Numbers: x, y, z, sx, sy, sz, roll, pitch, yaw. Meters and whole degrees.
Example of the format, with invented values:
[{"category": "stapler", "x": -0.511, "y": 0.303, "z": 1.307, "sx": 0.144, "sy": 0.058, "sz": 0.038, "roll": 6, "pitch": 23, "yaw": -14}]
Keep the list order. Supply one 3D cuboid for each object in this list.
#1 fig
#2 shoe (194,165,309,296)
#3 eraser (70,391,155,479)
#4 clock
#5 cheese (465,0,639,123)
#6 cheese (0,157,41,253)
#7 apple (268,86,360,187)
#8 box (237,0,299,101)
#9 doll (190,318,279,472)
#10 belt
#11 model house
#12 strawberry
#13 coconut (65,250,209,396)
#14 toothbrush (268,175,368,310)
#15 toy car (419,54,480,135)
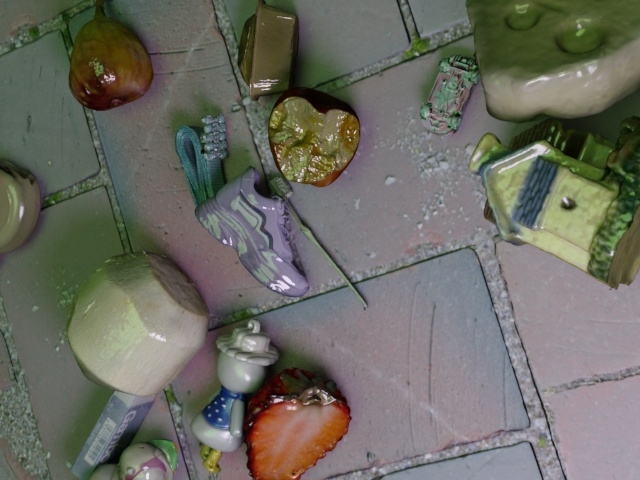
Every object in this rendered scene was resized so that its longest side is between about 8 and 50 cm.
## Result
[{"category": "fig", "x": -0.397, "y": -0.368, "z": 2.074, "sx": 0.159, "sy": 0.159, "sz": 0.257, "roll": -21, "pitch": 63, "yaw": 23}, {"category": "shoe", "x": -0.094, "y": -0.013, "z": 1.954, "sx": 0.245, "sy": 0.095, "sz": 0.137, "roll": 44, "pitch": 102, "yaw": 4}, {"category": "eraser", "x": -0.389, "y": 0.360, "z": 2.108, "sx": 0.046, "sy": 0.092, "sz": 0.212, "roll": 36, "pitch": 106, "yaw": 19}, {"category": "clock", "x": -0.349, "y": 0.440, "z": 2.066, "sx": 0.231, "sy": 0.144, "sz": 0.103, "roll": -40, "pitch": 78, "yaw": 19}, {"category": "cheese", "x": 0.355, "y": -0.316, "z": 1.658, "sx": 0.326, "sy": 0.115, "sz": 0.318, "roll": -42, "pitch": 51, "yaw": -13}, {"category": "cheese", "x": -0.657, "y": -0.019, "z": 2.220, "sx": 0.163, "sy": 0.082, "sz": 0.286, "roll": 32, "pitch": 105, "yaw": 21}, {"category": "apple", "x": -0.016, "y": -0.173, "z": 1.896, "sx": 0.156, "sy": 0.147, "sz": 0.158, "roll": 13, "pitch": 110, "yaw": -9}, {"category": "box", "x": -0.094, "y": -0.331, "z": 1.946, "sx": 0.111, "sy": 0.111, "sz": 0.177, "roll": 9, "pitch": 95, "yaw": 24}, {"category": "doll", "x": -0.156, "y": 0.274, "z": 1.994, "sx": 0.138, "sy": 0.119, "sz": 0.293, "roll": 44, "pitch": 120, "yaw": 61}, {"category": "belt", "x": -0.202, "y": -0.131, "z": 2.025, "sx": 0.100, "sy": 0.065, "sz": 0.179, "roll": -19, "pitch": 86, "yaw": 32}, {"category": "model house", "x": 0.376, "y": -0.091, "z": 1.638, "sx": 0.266, "sy": 0.321, "sz": 0.261, "roll": 25, "pitch": 95, "yaw": 23}, {"category": "strawberry", "x": -0.060, "y": 0.317, "z": 1.949, "sx": 0.236, "sy": 0.190, "sz": 0.111, "roll": -62, "pitch": 29, "yaw": 27}, {"category": "coconut", "x": -0.339, "y": 0.158, "z": 2.001, "sx": 0.247, "sy": 0.245, "sz": 0.245, "roll": -43, "pitch": 75, "yaw": 11}, {"category": "toothbrush", "x": -0.004, "y": 0.004, "z": 1.959, "sx": 0.028, "sy": 0.026, "sz": 0.294, "roll": -35, "pitch": 77, "yaw": 6}, {"category": "toy car", "x": 0.216, "y": -0.238, "z": 1.835, "sx": 0.069, "sy": 0.055, "sz": 0.142, "roll": 23, "pitch": 87, "yaw": 21}]
